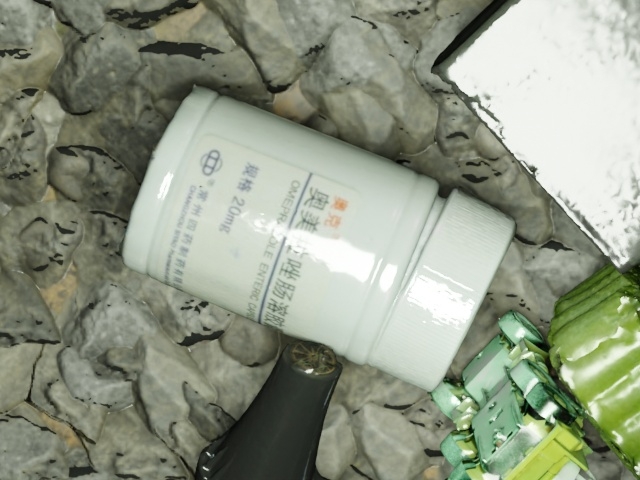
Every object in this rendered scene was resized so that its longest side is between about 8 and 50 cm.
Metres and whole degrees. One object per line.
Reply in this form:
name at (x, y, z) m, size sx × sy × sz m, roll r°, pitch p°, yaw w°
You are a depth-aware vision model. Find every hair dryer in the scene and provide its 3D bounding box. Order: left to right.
hair dryer at (0.064, 0.235, 1.713) m, size 0.359 × 0.120 × 0.304 m, roll 16°, pitch 130°, yaw -12°

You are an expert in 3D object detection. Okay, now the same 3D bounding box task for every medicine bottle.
medicine bottle at (0.000, 0.000, 1.651) m, size 0.332 × 0.190 × 0.190 m, roll 22°, pitch 102°, yaw 3°

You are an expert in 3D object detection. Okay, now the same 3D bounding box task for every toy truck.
toy truck at (0.190, 0.178, 1.631) m, size 0.135 × 0.259 × 0.128 m, roll 39°, pitch 103°, yaw -17°

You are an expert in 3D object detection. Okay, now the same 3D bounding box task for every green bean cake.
green bean cake at (0.311, 0.124, 1.630) m, size 0.113 × 0.200 × 0.214 m, roll -38°, pitch 97°, yaw 20°

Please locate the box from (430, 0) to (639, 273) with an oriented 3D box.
box at (0.309, -0.188, 1.571) m, size 0.345 × 0.204 × 0.251 m, roll -42°, pitch 93°, yaw 12°
